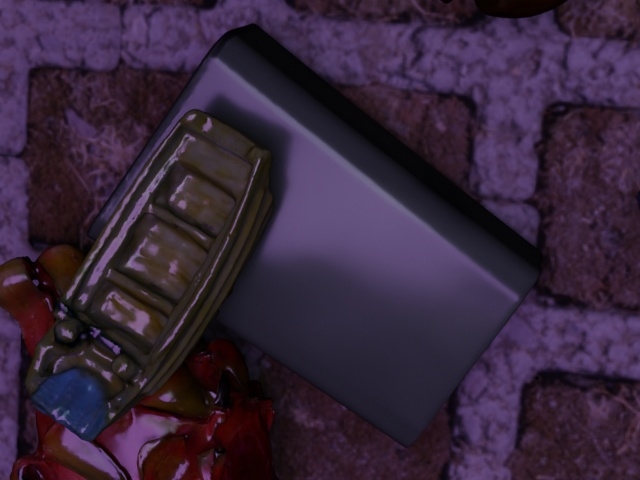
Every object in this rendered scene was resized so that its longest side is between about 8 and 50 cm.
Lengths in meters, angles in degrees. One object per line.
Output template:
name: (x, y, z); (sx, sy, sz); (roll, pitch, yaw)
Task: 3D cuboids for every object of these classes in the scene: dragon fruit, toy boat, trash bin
dragon fruit: (-0.162, 0.149, 1.401); (0.243, 0.227, 0.307); (-6, 79, 5)
toy boat: (-0.133, 0.030, 1.259); (0.111, 0.084, 0.276); (31, 92, 17)
trash bin: (0.000, 0.000, 1.369); (0.343, 0.158, 0.223); (37, 104, 3)

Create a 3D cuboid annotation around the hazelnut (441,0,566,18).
hazelnut: (0.128, -0.300, 1.277); (0.251, 0.217, 0.217); (20, 103, -7)

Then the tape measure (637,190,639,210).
tape measure: (0.317, -0.011, 1.326); (0.074, 0.118, 0.125); (-17, 99, 15)

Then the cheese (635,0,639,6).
cheese: (0.363, -0.256, 1.277); (0.226, 0.117, 0.214); (-23, 91, 15)
